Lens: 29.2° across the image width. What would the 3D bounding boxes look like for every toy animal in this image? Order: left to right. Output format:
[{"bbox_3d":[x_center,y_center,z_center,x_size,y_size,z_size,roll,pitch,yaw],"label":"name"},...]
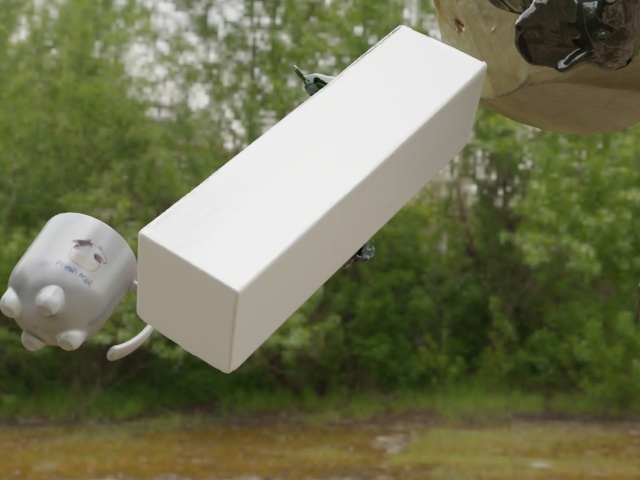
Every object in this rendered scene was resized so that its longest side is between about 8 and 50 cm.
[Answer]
[{"bbox_3d":[0.184,-0.214,0.912,0.114,0.146,0.245,-14,30,-1],"label":"toy animal"}]

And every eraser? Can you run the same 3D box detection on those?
[{"bbox_3d":[0.003,-0.039,0.818,0.076,0.078,0.298,29,46,19],"label":"eraser"}]

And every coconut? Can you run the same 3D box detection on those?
[{"bbox_3d":[0.306,-0.327,1.570,0.345,0.415,0.415,0,-3,38],"label":"coconut"}]

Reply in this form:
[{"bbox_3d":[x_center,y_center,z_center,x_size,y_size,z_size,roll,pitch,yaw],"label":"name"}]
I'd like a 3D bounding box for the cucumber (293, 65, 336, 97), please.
[{"bbox_3d":[0.068,-0.160,1.612,0.250,0.056,0.056,28,-11,-20],"label":"cucumber"}]

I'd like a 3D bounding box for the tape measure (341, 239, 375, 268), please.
[{"bbox_3d":[-0.002,0.000,1.136,0.094,0.054,0.091,8,0,-13],"label":"tape measure"}]

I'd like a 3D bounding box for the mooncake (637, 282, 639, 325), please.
[{"bbox_3d":[0.535,0.044,1.455,0.334,0.174,0.326,-24,6,5],"label":"mooncake"}]

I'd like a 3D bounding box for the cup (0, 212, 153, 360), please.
[{"bbox_3d":[-0.306,0.076,1.533,0.134,0.173,0.142,-18,30,36],"label":"cup"}]
